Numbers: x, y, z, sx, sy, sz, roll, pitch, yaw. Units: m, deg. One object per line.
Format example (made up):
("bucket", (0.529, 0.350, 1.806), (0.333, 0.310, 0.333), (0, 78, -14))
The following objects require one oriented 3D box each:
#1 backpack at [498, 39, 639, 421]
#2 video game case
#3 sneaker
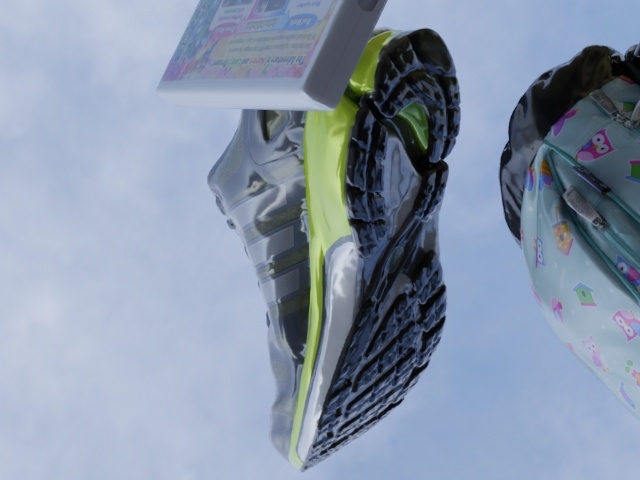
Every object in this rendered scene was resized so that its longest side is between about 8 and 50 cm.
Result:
("backpack", (0.163, 0.013, 0.727), (0.115, 0.152, 0.182), (-35, -127, -6))
("video game case", (-0.003, -0.118, 0.624), (0.019, 0.157, 0.143), (28, -97, -25))
("sneaker", (0.000, 0.000, 0.888), (0.121, 0.300, 0.111), (31, -140, 33))
